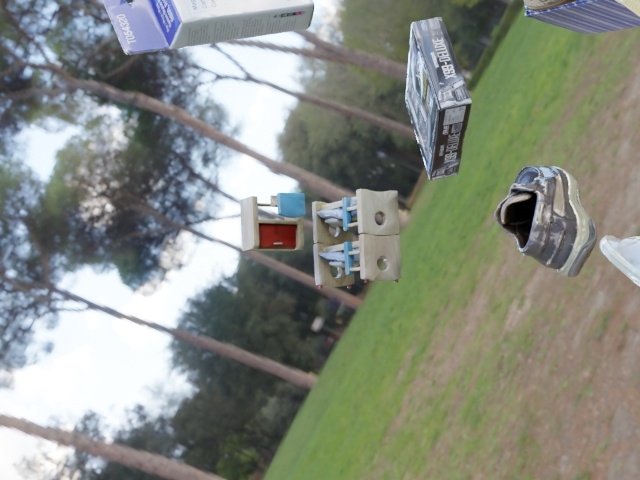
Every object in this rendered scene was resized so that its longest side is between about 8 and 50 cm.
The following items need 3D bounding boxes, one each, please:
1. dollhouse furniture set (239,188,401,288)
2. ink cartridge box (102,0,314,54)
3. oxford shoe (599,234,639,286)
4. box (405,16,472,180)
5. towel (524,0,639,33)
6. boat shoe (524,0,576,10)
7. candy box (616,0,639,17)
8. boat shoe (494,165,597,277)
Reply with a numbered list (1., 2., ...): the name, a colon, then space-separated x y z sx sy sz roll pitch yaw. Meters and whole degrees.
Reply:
1. dollhouse furniture set: 0.000 0.000 1.267 0.129 0.183 0.129 -12 79 57
2. ink cartridge box: -0.221 -0.472 1.559 0.330 0.324 0.071 -14 -31 -24
3. oxford shoe: 0.776 0.057 2.091 0.130 0.169 0.449 -55 8 9
4. box: 0.267 -0.322 2.094 0.307 0.076 0.243 85 172 -64
5. towel: 0.646 -0.510 1.971 0.336 0.243 0.040 3 88 55
6. boat shoe: 0.459 -0.456 1.639 0.060 0.177 0.064 36 -142 -59
7. candy box: 0.358 -0.260 0.924 0.109 0.187 0.053 -14 -40 -33
8. boat shoe: 0.396 -0.062 1.656 0.355 0.130 0.132 -93 22 -67
